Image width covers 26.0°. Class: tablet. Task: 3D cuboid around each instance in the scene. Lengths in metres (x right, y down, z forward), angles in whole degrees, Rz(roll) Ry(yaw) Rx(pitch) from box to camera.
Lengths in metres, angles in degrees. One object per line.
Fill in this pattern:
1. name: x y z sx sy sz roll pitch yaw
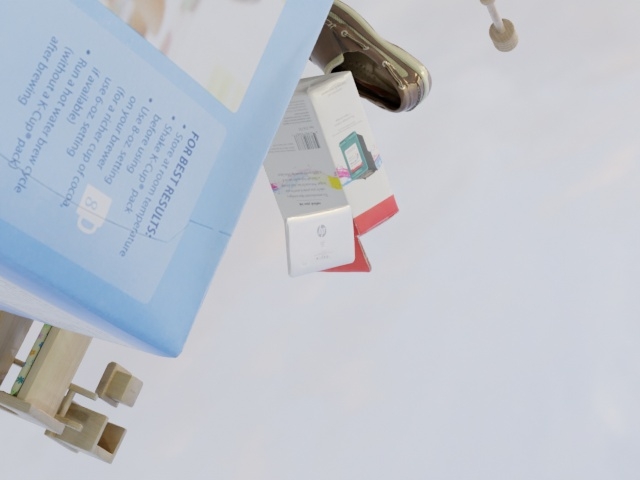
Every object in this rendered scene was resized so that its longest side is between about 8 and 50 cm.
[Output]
1. tablet: 0.000 0.000 1.242 0.006 0.054 0.083 5 -167 44

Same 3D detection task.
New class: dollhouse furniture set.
1. dollhouse furniture set: -0.206 0.069 1.155 0.101 0.161 0.182 18 -108 24

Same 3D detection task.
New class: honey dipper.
1. honey dipper: 0.193 -0.244 1.518 0.030 0.030 0.160 -38 163 5

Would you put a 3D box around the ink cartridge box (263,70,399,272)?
1. ink cartridge box: 0.006 -0.080 1.681 0.078 0.231 0.134 -32 -161 -35

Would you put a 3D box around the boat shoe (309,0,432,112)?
1. boat shoe: 0.031 -0.263 1.931 0.095 0.257 0.095 -45 162 -49

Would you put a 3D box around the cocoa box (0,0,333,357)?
1. cocoa box: -0.137 -0.160 0.622 0.228 0.231 0.347 12 -107 40
